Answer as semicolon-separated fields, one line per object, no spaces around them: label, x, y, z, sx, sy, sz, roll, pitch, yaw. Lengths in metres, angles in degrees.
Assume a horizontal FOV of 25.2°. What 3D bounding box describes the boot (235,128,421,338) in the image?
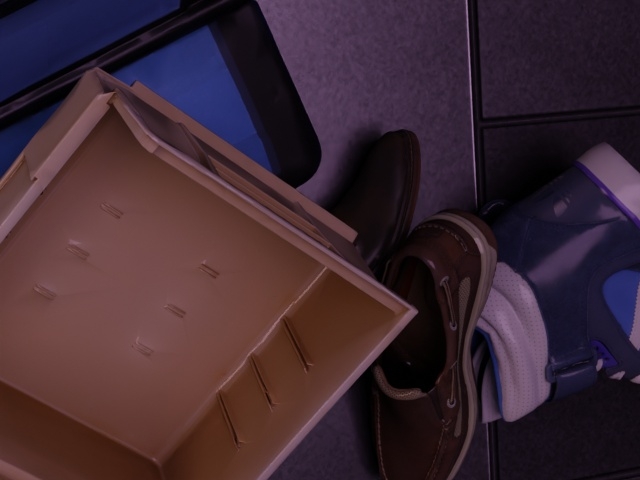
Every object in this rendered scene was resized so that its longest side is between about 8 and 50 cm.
boot;0.000;0.000;1.139;0.106;0.082;0.219;22;89;-26

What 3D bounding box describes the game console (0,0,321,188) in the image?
game console;-0.138;-0.095;1.030;0.293;0.250;0.173;-31;80;-17

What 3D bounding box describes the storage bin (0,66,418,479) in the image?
storage bin;-0.124;0.056;1.008;0.260;0.123;0.262;34;104;-30

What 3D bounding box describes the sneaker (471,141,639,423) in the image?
sneaker;0.239;0.090;1.241;0.236;0.130;0.323;-42;121;3

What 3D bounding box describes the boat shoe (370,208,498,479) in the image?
boat shoe;0.071;0.102;1.137;0.095;0.095;0.257;-30;131;-52
